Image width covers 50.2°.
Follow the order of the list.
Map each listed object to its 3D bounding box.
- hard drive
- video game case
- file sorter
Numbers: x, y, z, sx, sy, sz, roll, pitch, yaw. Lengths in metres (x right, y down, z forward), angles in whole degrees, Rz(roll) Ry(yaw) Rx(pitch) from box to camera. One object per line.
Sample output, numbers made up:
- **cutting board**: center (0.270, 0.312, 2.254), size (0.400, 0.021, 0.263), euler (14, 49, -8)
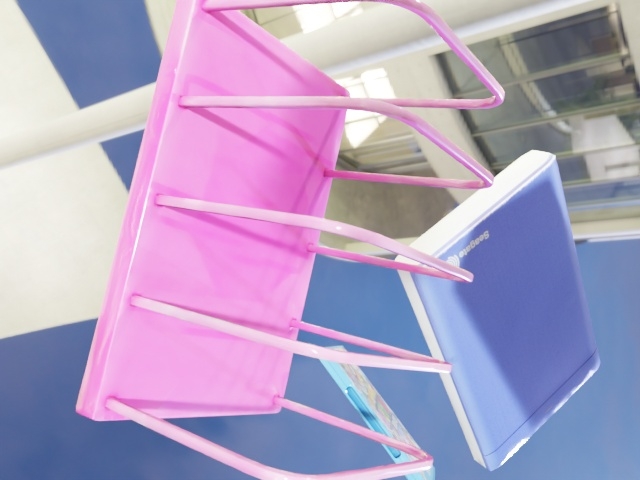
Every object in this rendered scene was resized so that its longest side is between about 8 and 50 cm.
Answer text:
- **hard drive**: center (0.217, 0.089, 0.775), size (0.210, 0.040, 0.319), euler (-37, -57, -19)
- **video game case**: center (0.060, 0.179, 0.700), size (0.166, 0.015, 0.119), euler (52, -177, 12)
- **file sorter**: center (0.000, 0.000, 0.479), size (0.202, 0.182, 0.291), euler (19, -97, -55)
